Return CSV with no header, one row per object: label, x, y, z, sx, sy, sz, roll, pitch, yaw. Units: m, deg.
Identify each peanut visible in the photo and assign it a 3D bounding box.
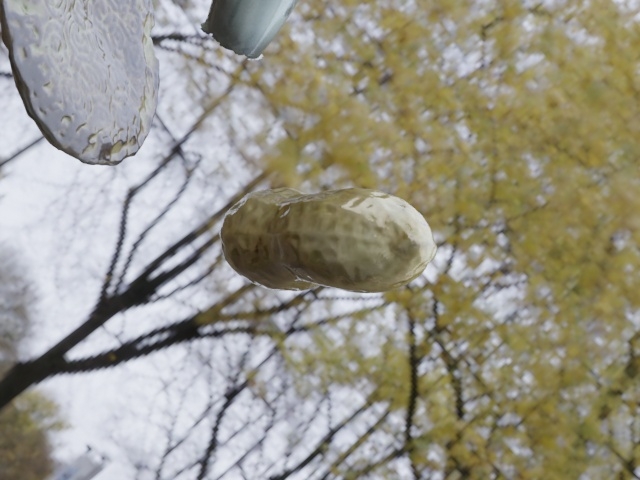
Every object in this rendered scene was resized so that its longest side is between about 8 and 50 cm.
peanut,0.000,0.000,1.086,0.229,0.103,0.098,3,-64,49

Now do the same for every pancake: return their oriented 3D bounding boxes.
pancake,-0.171,-0.151,0.907,0.021,0.199,0.199,-3,-52,24

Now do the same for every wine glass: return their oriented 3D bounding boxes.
wine glass,-0.076,-0.347,1.638,0.111,0.111,0.204,42,-61,18
